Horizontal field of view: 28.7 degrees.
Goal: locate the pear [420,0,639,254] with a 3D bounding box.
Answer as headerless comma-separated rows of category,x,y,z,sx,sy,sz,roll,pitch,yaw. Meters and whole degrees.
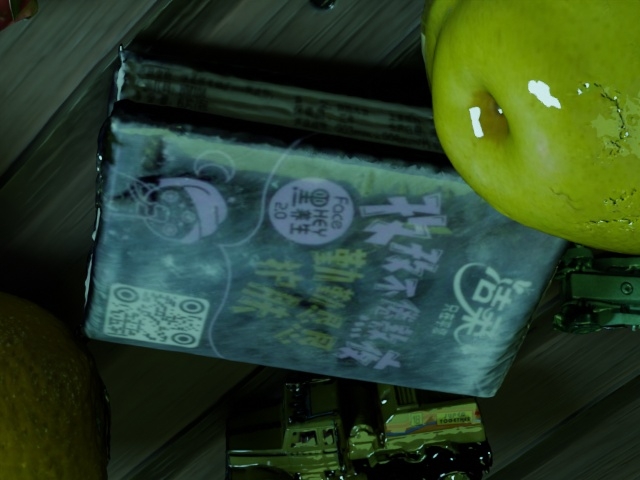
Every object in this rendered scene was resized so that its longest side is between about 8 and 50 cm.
pear,0.231,-0.136,0.812,0.336,0.285,0.285,-9,142,-36

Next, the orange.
orange,-0.305,0.164,1.018,0.274,0.274,0.274,-5,136,-5

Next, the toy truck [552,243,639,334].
toy truck,0.279,0.051,1.151,0.154,0.080,0.078,1,162,-11

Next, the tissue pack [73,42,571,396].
tissue pack,0.000,0.000,0.979,0.361,0.122,0.259,7,136,-9

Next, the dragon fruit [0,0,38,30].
dragon fruit,-0.230,-0.180,0.805,0.081,0.086,0.116,1,122,7

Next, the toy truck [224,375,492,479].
toy truck,0.029,0.186,1.210,0.257,0.127,0.127,-12,122,4
